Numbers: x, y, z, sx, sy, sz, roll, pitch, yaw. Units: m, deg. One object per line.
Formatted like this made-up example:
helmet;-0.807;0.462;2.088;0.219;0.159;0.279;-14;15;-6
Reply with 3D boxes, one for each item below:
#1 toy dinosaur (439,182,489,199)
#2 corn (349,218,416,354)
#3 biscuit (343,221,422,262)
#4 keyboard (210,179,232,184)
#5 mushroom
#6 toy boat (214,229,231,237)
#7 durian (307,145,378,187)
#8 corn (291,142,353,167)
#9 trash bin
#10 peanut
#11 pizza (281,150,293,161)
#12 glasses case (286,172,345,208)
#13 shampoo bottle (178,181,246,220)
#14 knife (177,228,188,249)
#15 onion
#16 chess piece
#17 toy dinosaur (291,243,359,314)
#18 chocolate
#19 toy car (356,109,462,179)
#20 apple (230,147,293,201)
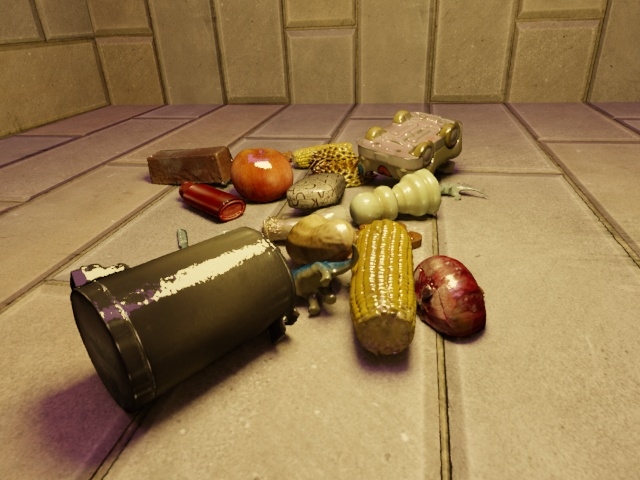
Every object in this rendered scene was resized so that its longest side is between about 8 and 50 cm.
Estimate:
toy dinosaur;0.419;-0.158;1.400;0.209;0.039;0.082;9;27;20
corn;0.120;0.076;0.864;0.131;0.131;0.344;2;28;8
biscuit;0.134;0.004;1.114;0.237;0.039;0.180;-17;31;-23
keyboard;-0.302;-0.217;1.610;0.176;0.014;0.055;-1;24;2
mushroom;-0.042;-0.038;1.165;0.224;0.081;0.092;-13;47;-15
toy boat;-0.236;0.038;1.021;0.078;0.085;0.260;-2;27;3
durian;0.068;-0.240;1.559;0.252;0.144;0.139;-1;-11;17
corn;0.013;-0.328;1.724;0.249;0.081;0.081;-11;28;-18
trash bin;-0.216;0.110;0.745;0.302;0.203;0.252;-25;74;-39
peanut;0.000;0.000;0.983;0.120;0.110;0.236;-57;19;-20
pizza;-0.154;-0.329;1.808;0.099;0.029;0.100;-20;28;-15
glasses case;-0.005;-0.149;1.320;0.137;0.085;0.354;-6;13;11
shampoo bottle;-0.345;-0.126;1.379;0.102;0.064;0.260;-29;37;-36
knife;-0.355;0.010;1.165;0.028;0.015;0.210;-16;29;-13
onion;0.252;0.088;0.865;0.151;0.098;0.206;-12;28;-14
chess piece;0.197;-0.105;1.242;0.243;0.133;0.133;-18;30;-14
toy dinosaur;-0.022;0.051;0.915;0.075;0.248;0.188;27;30;-35
chocolate;-0.454;-0.267;1.592;0.322;0.111;0.112;2;30;19
toy car;0.301;-0.279;1.496;0.242;0.226;0.336;26;49;34
apple;-0.188;-0.217;1.434;0.201;0.162;0.201;-4;26;2
